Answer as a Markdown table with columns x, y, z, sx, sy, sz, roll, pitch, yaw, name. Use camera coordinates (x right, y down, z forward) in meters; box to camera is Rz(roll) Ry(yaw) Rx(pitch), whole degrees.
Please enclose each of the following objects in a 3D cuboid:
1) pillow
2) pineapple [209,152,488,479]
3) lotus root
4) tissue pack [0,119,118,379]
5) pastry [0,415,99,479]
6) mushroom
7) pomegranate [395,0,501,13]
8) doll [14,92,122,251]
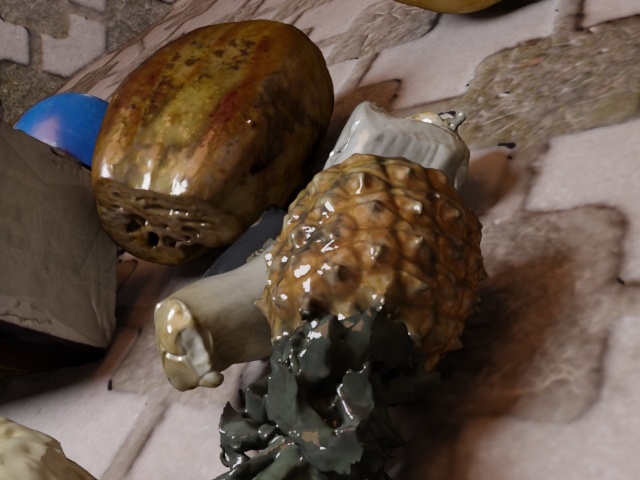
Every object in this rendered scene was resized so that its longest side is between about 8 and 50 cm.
| x | y | z | sx | sy | sz | roll | pitch | yaw | name |
| --- | --- | --- | --- | --- | --- | --- | --- | --- | --- |
| -0.045 | 0.024 | 0.690 | 0.090 | 0.048 | 0.150 | -1 | 39 | 48 | pillow |
| 0.013 | 0.067 | 0.462 | 0.128 | 0.128 | 0.248 | -18 | 34 | 33 | pineapple |
| -0.090 | -0.096 | 0.847 | 0.193 | 0.193 | 0.291 | -14 | 34 | 39 | lotus root |
| -0.389 | 0.037 | 0.824 | 0.370 | 0.210 | 0.198 | -12 | 70 | 23 | tissue pack |
| -0.215 | 0.204 | 0.466 | 0.265 | 0.133 | 0.264 | -27 | 25 | 14 | pastry |
| 0.001 | 0.001 | 0.618 | 0.278 | 0.096 | 0.099 | -43 | 56 | -16 | mushroom |
| 0.121 | -0.370 | 0.929 | 0.307 | 0.307 | 0.307 | -28 | 25 | 14 | pomegranate |
| -0.299 | -0.061 | 1.039 | 0.161 | 0.215 | 0.257 | -60 | 0 | 36 | doll |
